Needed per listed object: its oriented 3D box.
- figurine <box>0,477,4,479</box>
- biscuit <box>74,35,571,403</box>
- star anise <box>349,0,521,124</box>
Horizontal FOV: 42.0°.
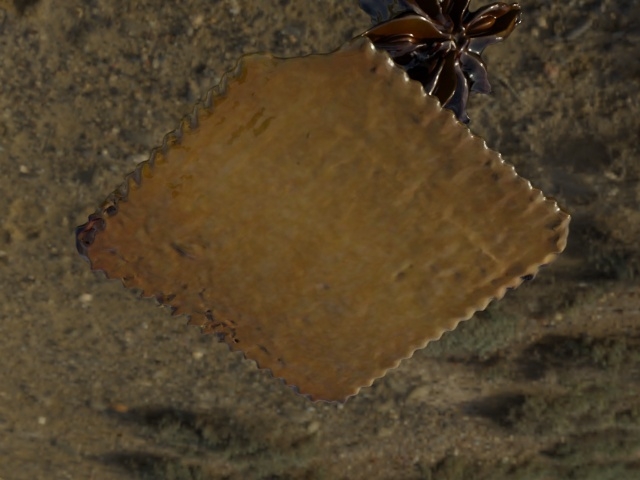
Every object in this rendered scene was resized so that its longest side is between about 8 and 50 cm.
[{"bbox_3d":[-0.174,0.225,0.245,0.124,0.325,0.222,-3,139,33],"label":"figurine"},{"bbox_3d":[0.000,0.000,0.512,0.232,0.013,0.237,36,122,-23],"label":"biscuit"},{"bbox_3d":[0.123,-0.217,0.930,0.220,0.190,0.126,-29,179,-30],"label":"star anise"}]
